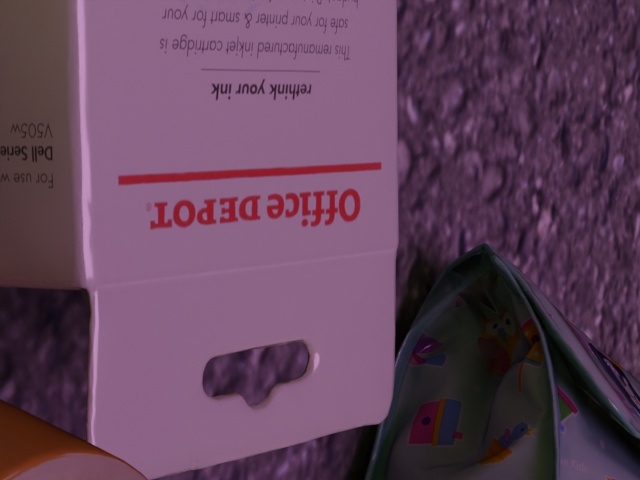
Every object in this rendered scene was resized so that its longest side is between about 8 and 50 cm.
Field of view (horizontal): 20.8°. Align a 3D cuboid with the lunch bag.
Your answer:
[{"bbox_3d":[0.131,0.158,0.974,0.223,0.160,0.262,38,51,-44],"label":"lunch bag"}]

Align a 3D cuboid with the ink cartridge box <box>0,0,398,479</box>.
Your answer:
[{"bbox_3d":[-0.069,-0.091,0.717,0.207,0.119,0.353,-5,96,-53],"label":"ink cartridge box"}]

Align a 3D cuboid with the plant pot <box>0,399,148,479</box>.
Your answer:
[{"bbox_3d":[-0.152,0.121,0.570,0.205,0.188,0.205,-6,98,-52],"label":"plant pot"}]
